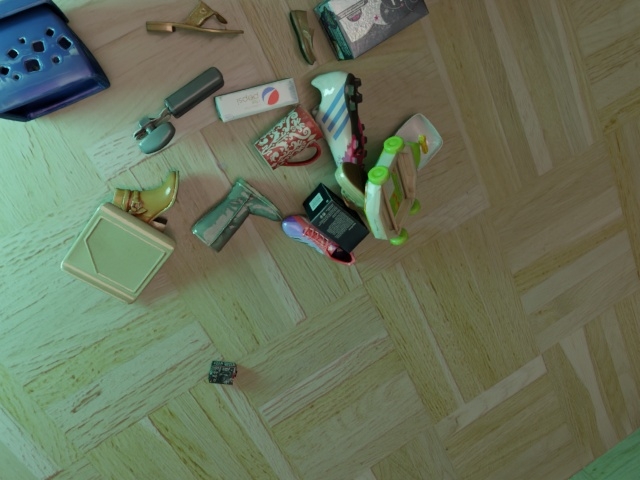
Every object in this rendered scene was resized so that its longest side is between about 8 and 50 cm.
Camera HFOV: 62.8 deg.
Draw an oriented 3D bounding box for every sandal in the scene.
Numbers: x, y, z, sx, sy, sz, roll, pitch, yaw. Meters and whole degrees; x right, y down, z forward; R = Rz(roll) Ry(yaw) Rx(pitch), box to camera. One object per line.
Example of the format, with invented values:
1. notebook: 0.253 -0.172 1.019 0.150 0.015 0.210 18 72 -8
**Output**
1. sandal: -0.313 -0.562 1.310 0.239 0.088 0.079 -3 112 -12

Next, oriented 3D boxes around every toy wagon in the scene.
1. toy wagon: 0.223 -0.166 1.489 0.344 0.068 0.267 -62 146 -31

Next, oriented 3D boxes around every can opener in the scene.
1. can opener: -0.359 -0.331 1.361 0.283 0.076 0.095 -37 93 -5

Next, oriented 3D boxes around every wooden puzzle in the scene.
1. wooden puzzle: -0.542 0.037 1.413 0.221 0.044 0.239 33 108 -23

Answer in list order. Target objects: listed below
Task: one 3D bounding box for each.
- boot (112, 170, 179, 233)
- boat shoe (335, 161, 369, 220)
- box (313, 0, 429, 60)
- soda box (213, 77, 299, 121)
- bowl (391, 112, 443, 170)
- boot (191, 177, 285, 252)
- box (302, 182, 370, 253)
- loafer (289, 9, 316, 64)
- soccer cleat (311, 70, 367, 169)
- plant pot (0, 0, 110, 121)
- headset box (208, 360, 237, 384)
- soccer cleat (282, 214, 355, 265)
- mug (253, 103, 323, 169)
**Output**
1. boot: -0.469 -0.115 1.399 0.152 0.073 0.197 20 96 -18
2. boat shoe: 0.111 -0.127 1.505 0.098 0.109 0.302 -22 154 23
3. box: 0.135 -0.618 1.408 0.247 0.142 0.163 -33 113 -7
4. soda box: -0.173 -0.380 1.414 0.216 0.074 0.069 -18 110 -13
5. bowl: 0.283 -0.299 1.596 0.142 0.053 0.142 -46 114 -1
6. boot: -0.231 -0.049 1.491 0.189 0.076 0.209 38 85 -9
7. box: 0.043 -0.067 1.523 0.158 0.156 0.093 38 102 -23
8. loafer: -0.038 -0.552 1.418 0.050 0.056 0.148 -22 111 -4
9. soccer cleat: 0.050 -0.320 1.498 0.143 0.116 0.331 9 126 23
10. plant pot: -0.643 -0.411 1.176 0.235 0.236 0.212 -27 105 -9
11. headset box: -0.300 0.411 1.624 0.083 0.032 0.062 10 103 -21
12. soccer cleat: 0.000 0.000 1.568 0.248 0.095 0.083 31 94 -23
13. mug: -0.081 -0.267 1.453 0.169 0.113 0.150 -37 95 -1
